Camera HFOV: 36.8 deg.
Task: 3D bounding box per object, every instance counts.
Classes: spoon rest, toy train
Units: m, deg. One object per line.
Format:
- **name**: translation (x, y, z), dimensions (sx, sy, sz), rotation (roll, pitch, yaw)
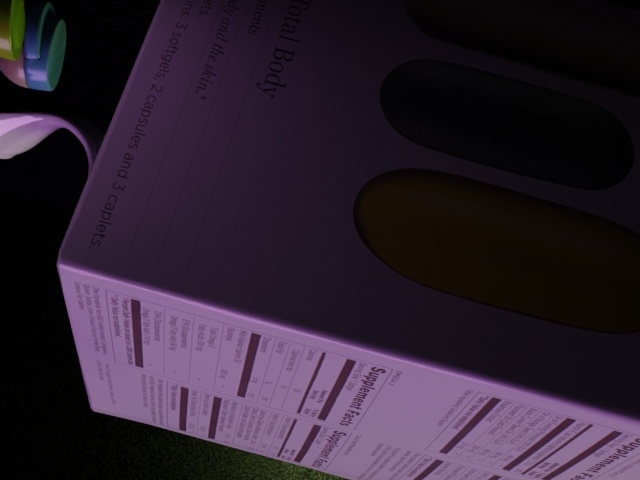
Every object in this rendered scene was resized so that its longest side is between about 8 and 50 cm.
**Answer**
- **spoon rest**: translation (-0.337, -0.122, 1.107), dimensions (0.276, 0.084, 0.137), rotation (24, -167, 25)
- **toy train**: translation (-0.249, -0.140, 0.588), dimensions (0.143, 0.105, 0.248), rotation (5, 179, -4)

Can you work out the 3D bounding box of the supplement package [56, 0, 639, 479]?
- **supplement package**: translation (0.040, 0.000, 0.470), dimensions (0.262, 0.199, 0.198), rotation (16, 153, -1)
